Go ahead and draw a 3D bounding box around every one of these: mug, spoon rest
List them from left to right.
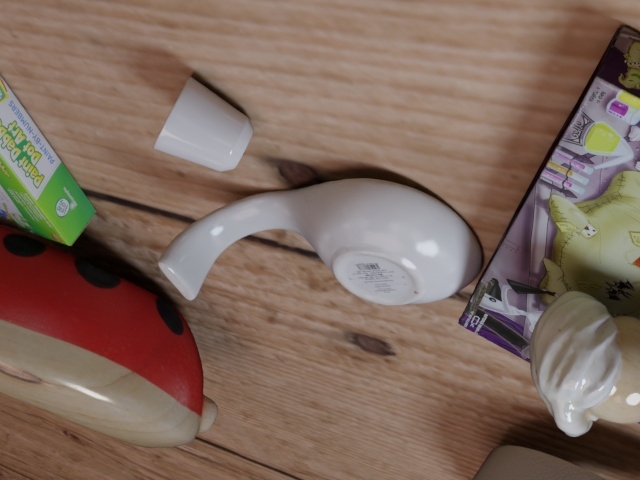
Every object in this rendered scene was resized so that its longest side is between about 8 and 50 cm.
[{"bbox_3d":[-0.086,-0.089,0.918,0.064,0.078,0.062,27,122,-8],"label":"mug"},{"bbox_3d":[0.000,0.000,0.961,0.276,0.084,0.137,-2,141,30],"label":"spoon rest"}]

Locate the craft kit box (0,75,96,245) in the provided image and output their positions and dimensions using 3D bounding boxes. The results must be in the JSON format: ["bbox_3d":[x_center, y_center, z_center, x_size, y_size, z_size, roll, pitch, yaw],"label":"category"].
[{"bbox_3d":[-0.381,-0.113,1.195,0.246,0.061,0.250,18,151,32],"label":"craft kit box"}]

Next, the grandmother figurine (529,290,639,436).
[{"bbox_3d":[0.285,0.135,0.729,0.342,0.104,0.208,29,159,17],"label":"grandmother figurine"}]

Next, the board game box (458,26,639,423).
[{"bbox_3d":[0.223,0.023,0.768,0.208,0.056,0.347,25,153,6],"label":"board game box"}]

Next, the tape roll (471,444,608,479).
[{"bbox_3d":[0.306,0.333,1.107,0.392,0.072,0.392,34,166,10],"label":"tape roll"}]

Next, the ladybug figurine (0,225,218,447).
[{"bbox_3d":[-0.314,0.091,1.293,0.449,0.162,0.305,25,169,-11],"label":"ladybug figurine"}]
